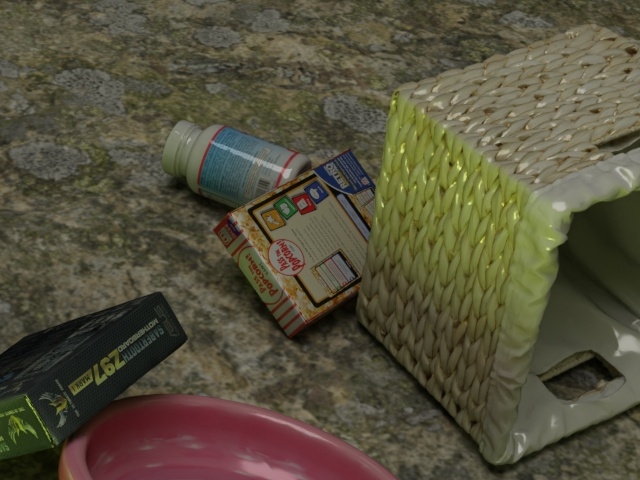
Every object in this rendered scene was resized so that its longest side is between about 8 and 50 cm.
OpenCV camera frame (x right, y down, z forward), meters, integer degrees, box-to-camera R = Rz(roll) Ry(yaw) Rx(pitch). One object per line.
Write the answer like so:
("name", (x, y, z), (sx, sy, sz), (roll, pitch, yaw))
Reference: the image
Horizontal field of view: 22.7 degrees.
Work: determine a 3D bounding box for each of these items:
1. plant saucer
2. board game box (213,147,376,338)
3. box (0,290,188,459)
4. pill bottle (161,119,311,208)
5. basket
("plant saucer", (-0.069, 0.245, 1.385), (0.332, 0.084, 0.332), (17, 17, -5))
("board game box", (0.000, 0.000, 1.748), (0.193, 0.045, 0.146), (-29, 81, -38))
("box", (-0.258, 0.134, 1.460), (0.183, 0.233, 0.059), (-38, 103, -44))
("pill bottle", (-0.098, -0.083, 1.846), (0.160, 0.087, 0.087), (21, 40, 13))
("basket", (0.241, -0.010, 1.636), (0.328, 0.331, 0.266), (-20, 45, -32))
